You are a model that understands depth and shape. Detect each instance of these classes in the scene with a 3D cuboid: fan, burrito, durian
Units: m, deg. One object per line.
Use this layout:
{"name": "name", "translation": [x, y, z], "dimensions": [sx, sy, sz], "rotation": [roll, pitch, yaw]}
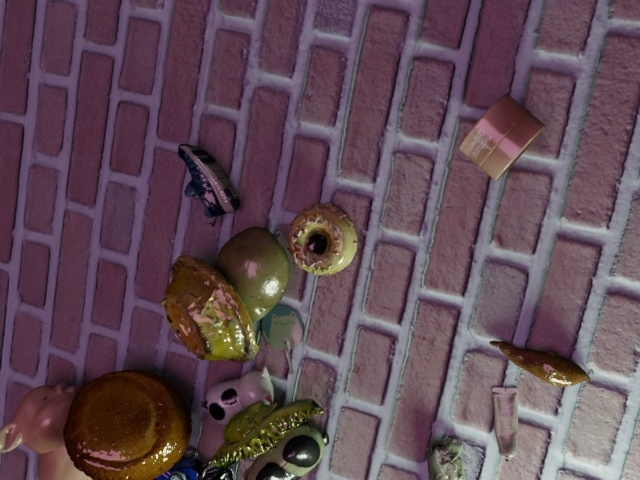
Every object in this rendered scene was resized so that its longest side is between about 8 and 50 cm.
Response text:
{"name": "fan", "translation": [-0.086, 0.243, 1.782], "dimensions": [0.113, 0.005, 0.176], "rotation": [-9, 95, 20]}
{"name": "burrito", "translation": [0.298, 0.604, 1.674], "dimensions": [0.096, 0.066, 0.309], "rotation": [-4, 96, 24]}
{"name": "durian", "translation": [-0.160, 0.451, 1.692], "dimensions": [0.375, 0.106, 0.132], "rotation": [-32, 45, 20]}

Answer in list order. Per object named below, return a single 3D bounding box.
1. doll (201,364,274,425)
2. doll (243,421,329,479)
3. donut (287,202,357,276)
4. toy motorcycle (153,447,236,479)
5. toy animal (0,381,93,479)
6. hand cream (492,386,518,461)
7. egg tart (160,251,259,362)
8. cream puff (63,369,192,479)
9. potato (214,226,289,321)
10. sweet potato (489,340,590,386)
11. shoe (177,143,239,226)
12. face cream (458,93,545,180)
{"name": "doll", "translation": [-0.192, 0.382, 1.788], "dimensions": [0.180, 0.107, 0.110], "rotation": [-21, 69, 14]}
{"name": "doll", "translation": [-0.093, 0.525, 1.753], "dimensions": [0.234, 0.144, 0.135], "rotation": [-41, 125, 10]}
{"name": "donut", "translation": [0.000, 0.000, 1.687], "dimensions": [0.174, 0.068, 0.175], "rotation": [3, 99, 17]}
{"name": "toy motorcycle", "translation": [-0.351, 0.637, 1.878], "dimensions": [0.315, 0.113, 0.169], "rotation": [-6, 106, 11]}
{"name": "toy animal", "translation": [-0.680, 0.531, 1.928], "dimensions": [0.269, 0.237, 0.327], "rotation": [10, 103, 4]}
{"name": "hand cream", "translation": [0.415, 0.410, 1.630], "dimensions": [0.057, 0.037, 0.165], "rotation": [-3, 90, 19]}
{"name": "egg tart", "translation": [-0.274, 0.182, 1.705], "dimensions": [0.315, 0.120, 0.315], "rotation": [36, 146, 30]}
{"name": "cream puff", "translation": [-0.468, 0.469, 1.813], "dimensions": [0.303, 0.303, 0.212], "rotation": [26, 149, 13]}
{"name": "potato", "translation": [-0.161, 0.081, 1.709], "dimensions": [0.178, 0.160, 0.235], "rotation": [43, 131, 50]}
{"name": "sweet potato", "translation": [0.469, 0.264, 1.569], "dimensions": [0.226, 0.068, 0.068], "rotation": [20, 103, 16]}
{"name": "shoe", "translation": [-0.284, -0.139, 1.748], "dimensions": [0.106, 0.091, 0.207], "rotation": [-31, 91, 14]}
{"name": "face cream", "translation": [0.368, -0.209, 1.489], "dimensions": [0.104, 0.149, 0.149], "rotation": [42, 108, 9]}
